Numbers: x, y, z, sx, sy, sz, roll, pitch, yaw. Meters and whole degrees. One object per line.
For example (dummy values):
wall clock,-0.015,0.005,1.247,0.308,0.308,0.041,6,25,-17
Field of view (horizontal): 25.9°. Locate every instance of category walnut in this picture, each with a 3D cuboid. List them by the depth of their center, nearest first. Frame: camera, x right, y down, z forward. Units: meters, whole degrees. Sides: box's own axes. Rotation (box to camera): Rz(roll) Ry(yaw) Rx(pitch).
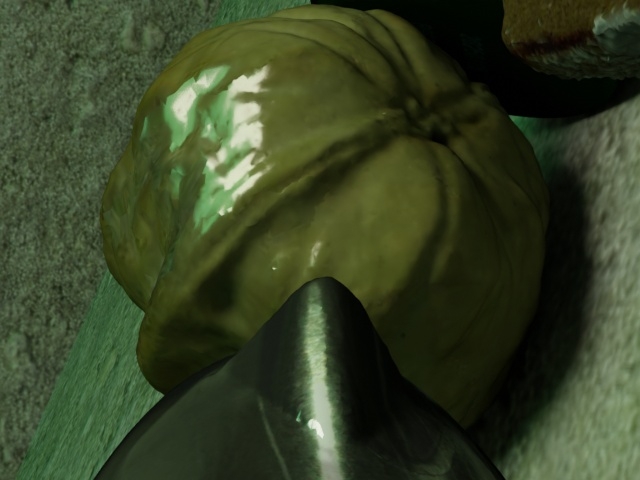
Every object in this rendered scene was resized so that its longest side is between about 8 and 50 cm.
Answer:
walnut,0.002,0.001,0.873,0.253,0.282,0.277,-60,0,-44

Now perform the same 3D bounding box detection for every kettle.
kettle,-0.007,0.204,0.533,0.324,0.228,0.320,-94,6,-58

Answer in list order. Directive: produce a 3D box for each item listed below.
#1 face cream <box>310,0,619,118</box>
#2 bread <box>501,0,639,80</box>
face cream,0.146,-0.284,0.929,0.357,0.220,0.312,-69,17,-12
bread,0.223,-0.145,0.545,0.416,0.165,0.113,167,97,-72
